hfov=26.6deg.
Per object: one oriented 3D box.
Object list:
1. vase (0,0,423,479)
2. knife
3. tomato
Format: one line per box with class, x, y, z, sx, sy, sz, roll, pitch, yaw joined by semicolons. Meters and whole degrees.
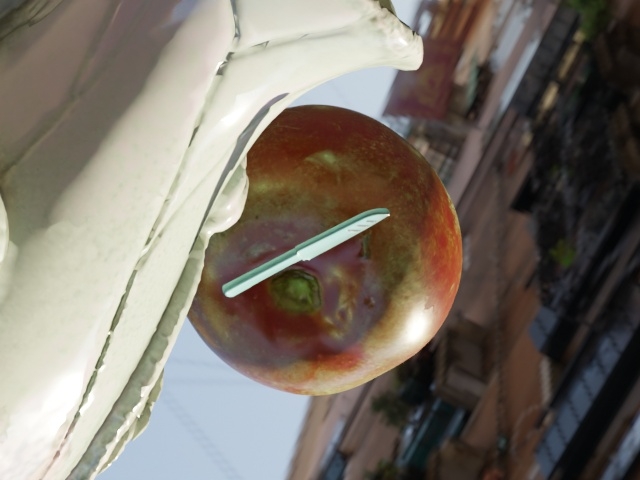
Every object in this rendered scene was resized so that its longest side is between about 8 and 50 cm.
vase;-0.153;-0.010;0.660;0.250;0.445;0.250;42;-168;-11
knife;-0.007;0.006;0.646;0.014;0.091;0.005;37;-151;-56
tomato;0.000;0.000;1.262;0.270;0.270;0.222;24;-148;-3
